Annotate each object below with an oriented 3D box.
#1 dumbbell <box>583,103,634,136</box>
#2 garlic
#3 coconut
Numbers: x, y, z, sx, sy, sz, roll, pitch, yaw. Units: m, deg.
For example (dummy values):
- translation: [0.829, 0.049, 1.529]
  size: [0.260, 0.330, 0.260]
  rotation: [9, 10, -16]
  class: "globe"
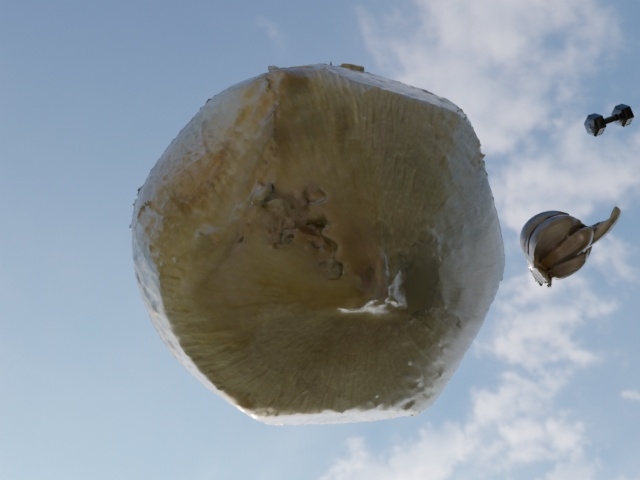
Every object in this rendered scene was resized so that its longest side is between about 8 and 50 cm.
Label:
- translation: [0.489, -0.204, 1.369]
  size: [0.083, 0.036, 0.040]
  rotation: [-20, -91, -17]
  class: "dumbbell"
- translation: [0.446, -0.009, 1.443]
  size: [0.194, 0.131, 0.127]
  rotation: [-33, -103, 12]
  class: "garlic"
- translation: [0.000, 0.000, 0.758]
  size: [0.347, 0.360, 0.346]
  rotation: [-2, -85, -21]
  class: "coconut"
